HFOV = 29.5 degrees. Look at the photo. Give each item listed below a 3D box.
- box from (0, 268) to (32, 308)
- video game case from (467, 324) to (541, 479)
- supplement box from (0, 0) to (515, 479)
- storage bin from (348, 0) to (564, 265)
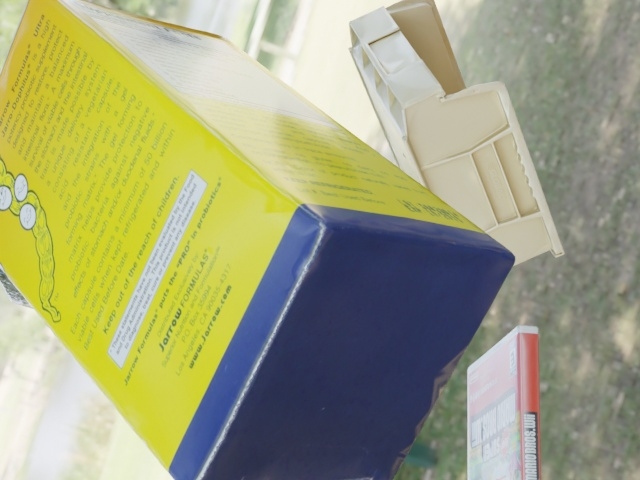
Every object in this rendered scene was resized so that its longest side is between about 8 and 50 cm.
[{"bbox_3d":[-0.281,-0.026,1.329,0.147,0.077,0.180,92,-163,-63],"label":"box"},{"bbox_3d":[0.187,0.249,1.257,0.204,0.025,0.285,114,159,-70],"label":"video game case"},{"bbox_3d":[-0.078,-0.008,0.862,0.356,0.194,0.195,41,112,39],"label":"supplement box"},{"bbox_3d":[0.148,-0.123,1.420,0.262,0.123,0.260,-112,-3,-56],"label":"storage bin"}]
